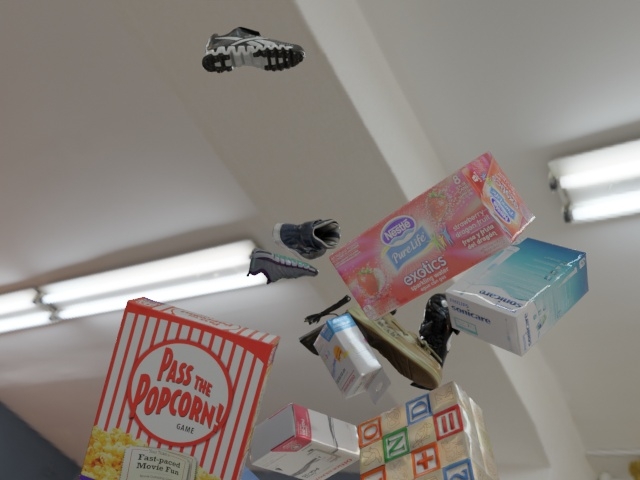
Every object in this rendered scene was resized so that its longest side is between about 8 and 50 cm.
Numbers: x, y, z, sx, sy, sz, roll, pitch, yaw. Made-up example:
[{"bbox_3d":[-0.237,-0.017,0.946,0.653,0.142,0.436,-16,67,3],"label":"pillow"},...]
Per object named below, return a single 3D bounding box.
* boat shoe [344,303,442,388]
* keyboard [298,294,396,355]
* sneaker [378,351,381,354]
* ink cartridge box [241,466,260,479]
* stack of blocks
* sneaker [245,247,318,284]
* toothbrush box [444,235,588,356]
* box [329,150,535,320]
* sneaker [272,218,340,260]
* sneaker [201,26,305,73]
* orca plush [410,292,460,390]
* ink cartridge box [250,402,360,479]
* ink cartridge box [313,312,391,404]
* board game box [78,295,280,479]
[{"bbox_3d":[0.168,0.209,1.438,0.285,0.089,0.104,37,-25,41],"label":"boat shoe"},{"bbox_3d":[0.070,0.251,2.118,0.317,0.033,0.201,-31,-46,11],"label":"keyboard"},{"bbox_3d":[0.256,0.360,2.070,0.162,0.073,0.063,46,-37,-1],"label":"sneaker"},{"bbox_3d":[-0.210,0.596,1.319,0.395,0.270,0.151,42,-32,9],"label":"ink cartridge box"},{"bbox_3d":[0.148,0.355,0.878,0.171,0.297,0.087,-31,-59,21],"label":"stack of blocks"},{"bbox_3d":[-0.119,0.097,2.053,0.224,0.098,0.083,17,2,-19],"label":"sneaker"},{"bbox_3d":[0.492,0.126,1.659,0.216,0.296,0.126,19,-46,47],"label":"toothbrush box"},{"bbox_3d":[0.183,-0.003,1.126,0.300,0.154,0.142,-35,-92,37],"label":"box"},{"bbox_3d":[0.000,0.002,1.789,0.164,0.086,0.226,-5,-14,30],"label":"sneaker"},{"bbox_3d":[-0.154,-0.446,1.524,0.235,0.106,0.078,-3,-26,-1],"label":"sneaker"},{"bbox_3d":[0.306,0.284,1.926,0.102,0.287,0.151,22,-4,-34],"label":"orca plush"},{"bbox_3d":[-0.045,0.625,2.034,0.283,0.117,0.207,30,-57,-34],"label":"ink cartridge box"},{"bbox_3d":[0.066,0.261,1.414,0.181,0.062,0.104,57,-36,29],"label":"ink cartridge box"},{"bbox_3d":[-0.135,0.166,0.636,0.147,0.045,0.193,15,-89,6],"label":"board game box"}]
